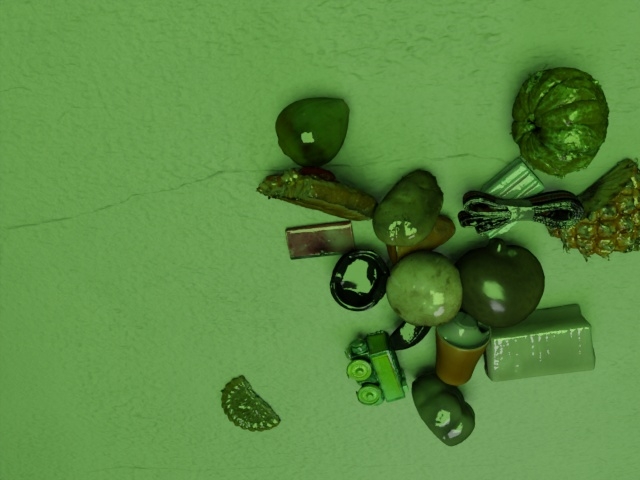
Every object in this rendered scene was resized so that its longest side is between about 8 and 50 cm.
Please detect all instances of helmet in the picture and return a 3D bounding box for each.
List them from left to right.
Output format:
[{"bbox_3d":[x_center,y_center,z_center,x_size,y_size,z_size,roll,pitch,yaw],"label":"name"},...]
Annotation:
[{"bbox_3d":[0.131,0.130,1.912,0.189,0.193,0.216,24,107,1],"label":"helmet"}]

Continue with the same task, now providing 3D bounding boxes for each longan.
[{"bbox_3d":[0.564,0.132,1.838,0.300,0.243,0.300,-3,106,-12],"label":"longan"}]

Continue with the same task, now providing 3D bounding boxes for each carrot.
[{"bbox_3d":[0.325,-0.022,1.866,0.225,0.159,0.159,-17,112,-1],"label":"carrot"}]

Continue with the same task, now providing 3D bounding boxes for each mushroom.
[{"bbox_3d":[0.322,0.156,1.786,0.254,0.184,0.255,6,113,13],"label":"mushroom"}]

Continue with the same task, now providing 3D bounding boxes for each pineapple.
[{"bbox_3d":[0.918,-0.033,1.739,0.286,0.209,0.344,42,110,-12],"label":"pineapple"}]

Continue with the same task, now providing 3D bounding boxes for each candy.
[{"bbox_3d":[0.741,0.359,1.970,0.358,0.145,0.208,-9,112,9],"label":"candy"}]

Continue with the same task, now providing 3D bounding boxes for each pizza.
[{"bbox_3d":[-0.041,-0.162,1.764,0.406,0.440,0.130,15,90,28],"label":"pizza"}]

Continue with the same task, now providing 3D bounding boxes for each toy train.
[{"bbox_3d":[0.200,0.470,2.080,0.188,0.159,0.272,-17,110,7],"label":"toy train"}]

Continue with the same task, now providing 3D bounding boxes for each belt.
[{"bbox_3d":[0.596,-0.091,1.717,0.359,0.094,0.126,-4,110,9],"label":"belt"}]

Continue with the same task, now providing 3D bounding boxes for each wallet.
[{"bbox_3d":[0.000,0.000,1.964,0.232,0.025,0.119,-7,112,9],"label":"wallet"}]

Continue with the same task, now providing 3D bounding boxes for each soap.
[{"bbox_3d":[0.581,-0.129,1.803,0.145,0.091,0.230,45,112,-10],"label":"soap"}]

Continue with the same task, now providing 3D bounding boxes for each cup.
[{"bbox_3d":[0.486,0.356,1.968,0.182,0.226,0.264,29,139,29],"label":"cup"}]

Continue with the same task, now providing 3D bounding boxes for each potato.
[{"bbox_3d":[0.275,-0.099,1.754,0.191,0.296,0.141,9,145,30],"label":"potato"}]

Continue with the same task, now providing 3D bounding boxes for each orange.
[{"bbox_3d":[0.672,-0.329,1.589,0.223,0.300,0.301,-10,69,-8],"label":"orange"}]

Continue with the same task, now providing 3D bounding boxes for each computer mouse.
[{"bbox_3d":[0.348,0.275,1.958,0.087,0.168,0.295,44,109,10],"label":"computer mouse"}]

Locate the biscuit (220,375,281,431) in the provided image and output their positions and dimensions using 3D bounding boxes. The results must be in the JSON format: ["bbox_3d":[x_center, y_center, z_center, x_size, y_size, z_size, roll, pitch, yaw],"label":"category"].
[{"bbox_3d":[-0.301,0.677,2.294,0.187,0.036,0.273,-35,106,19],"label":"biscuit"}]

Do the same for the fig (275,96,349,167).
[{"bbox_3d":[-0.017,-0.325,1.724,0.230,0.207,0.207,-10,112,6],"label":"fig"}]

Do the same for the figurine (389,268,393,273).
[{"bbox_3d":[0.296,0.114,1.961,0.143,0.068,0.101,-44,107,9],"label":"figurine"}]

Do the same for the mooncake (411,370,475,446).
[{"bbox_3d":[0.443,0.591,2.050,0.135,0.275,0.275,-42,103,14],"label":"mooncake"}]
